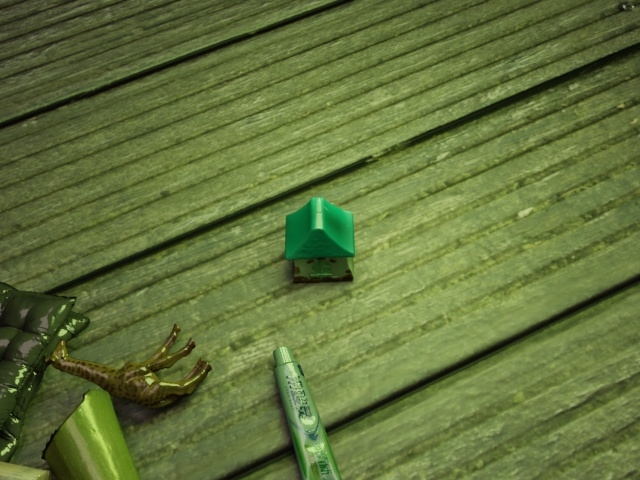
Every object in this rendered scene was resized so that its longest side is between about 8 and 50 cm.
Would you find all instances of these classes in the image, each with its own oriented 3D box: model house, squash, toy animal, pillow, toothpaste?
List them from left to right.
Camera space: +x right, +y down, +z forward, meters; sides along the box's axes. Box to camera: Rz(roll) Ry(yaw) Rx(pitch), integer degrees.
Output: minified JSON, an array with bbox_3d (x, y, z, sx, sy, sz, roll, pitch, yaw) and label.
[{"bbox_3d":[-0.581,0.224,1.192,0.228,0.101,0.326,11,58,15],"label":"pillow"},{"bbox_3d":[-0.344,0.391,1.064,0.137,0.137,0.287,-25,67,-12],"label":"squash"},{"bbox_3d":[-0.328,0.223,1.176,0.276,0.054,0.149,-8,67,-11],"label":"toy animal"},{"bbox_3d":[-0.023,0.313,1.126,0.075,0.048,0.296,-14,61,-12],"label":"toothpaste"},{"bbox_3d":[0.000,0.000,1.260,0.127,0.149,0.100,-4,54,3],"label":"model house"}]

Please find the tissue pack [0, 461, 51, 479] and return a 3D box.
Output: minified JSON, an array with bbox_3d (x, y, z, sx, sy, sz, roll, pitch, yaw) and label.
[{"bbox_3d":[-0.585,0.412,1.050,0.326,0.071,0.170,8,88,9],"label":"tissue pack"}]
